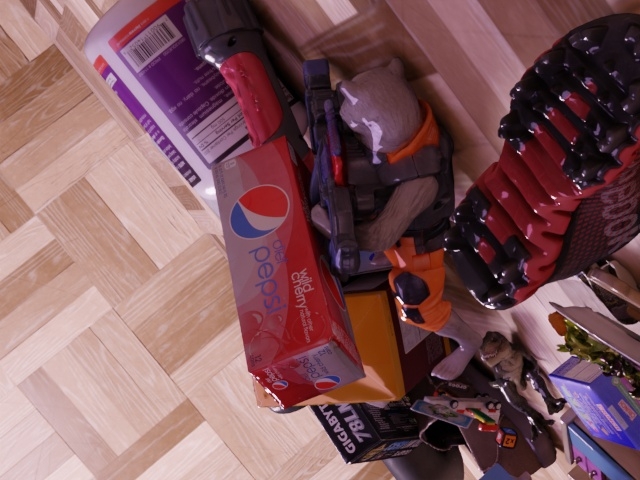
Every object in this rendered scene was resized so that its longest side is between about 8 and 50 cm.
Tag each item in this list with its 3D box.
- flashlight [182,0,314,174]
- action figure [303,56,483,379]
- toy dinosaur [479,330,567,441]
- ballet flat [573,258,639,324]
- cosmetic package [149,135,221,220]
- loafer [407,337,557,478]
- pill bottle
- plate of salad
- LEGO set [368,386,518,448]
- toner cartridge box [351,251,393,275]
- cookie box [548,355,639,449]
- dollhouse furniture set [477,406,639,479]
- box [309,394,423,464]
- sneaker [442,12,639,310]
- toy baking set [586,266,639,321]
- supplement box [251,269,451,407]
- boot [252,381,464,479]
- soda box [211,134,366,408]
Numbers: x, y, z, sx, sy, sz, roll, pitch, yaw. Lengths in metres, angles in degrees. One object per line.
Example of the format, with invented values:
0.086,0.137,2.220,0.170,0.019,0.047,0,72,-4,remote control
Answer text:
-0.076,-0.145,1.386,0.103,0.103,0.304,106,141,-75,flashlight
0.082,-0.065,1.253,0.330,0.179,0.341,71,-172,-47,action figure
0.254,0.184,1.517,0.118,0.064,0.268,50,175,22,toy dinosaur
0.244,0.024,1.056,0.114,0.041,0.041,46,169,23,ballet flat
-0.149,-0.148,1.813,0.224,0.138,0.224,49,170,12,cosmetic package
0.182,0.232,1.765,0.366,0.130,0.133,40,166,46,loafer
-0.141,-0.181,1.542,0.323,0.181,0.181,51,170,-6,pill bottle
0.277,0.112,1.022,0.200,0.048,0.200,31,-175,-3,plate of salad
0.144,0.223,1.582,0.244,0.060,0.182,17,-168,14,LEGO set
0.000,0.000,1.598,0.348,0.165,0.075,-173,73,-76,toner cartridge box
0.305,0.173,1.289,0.092,0.040,0.107,52,170,-8,cookie box
0.281,0.385,1.411,0.198,0.303,0.286,45,168,32,dollhouse furniture set
0.033,0.189,1.795,0.293,0.073,0.295,55,-168,17,box
0.187,-0.059,0.833,0.097,0.135,0.276,59,151,25,sneaker
0.295,0.088,0.877,0.197,0.030,0.256,27,-177,-36,toy baking set
0.035,0.112,1.491,0.194,0.191,0.129,-26,-73,-62,supplement box
0.084,0.321,2.119,0.445,0.146,0.367,57,-151,-18,boot
-0.037,0.027,1.184,0.083,0.092,0.263,56,-165,-50,soda box
